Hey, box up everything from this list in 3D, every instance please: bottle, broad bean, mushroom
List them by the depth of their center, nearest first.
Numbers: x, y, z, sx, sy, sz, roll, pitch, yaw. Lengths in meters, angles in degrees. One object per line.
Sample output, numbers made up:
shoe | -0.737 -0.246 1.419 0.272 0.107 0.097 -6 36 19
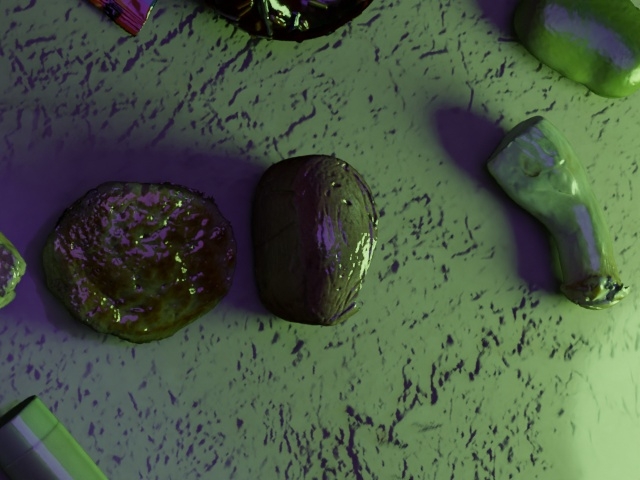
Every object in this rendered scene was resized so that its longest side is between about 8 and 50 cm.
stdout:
bottle | -0.235 0.245 1.812 0.072 0.072 0.201 -43 99 -23
mushroom | 0.266 -0.026 2.066 0.092 0.081 0.223 -35 99 -42
broad bean | 0.303 -0.231 2.110 0.174 0.082 0.124 38 72 -15

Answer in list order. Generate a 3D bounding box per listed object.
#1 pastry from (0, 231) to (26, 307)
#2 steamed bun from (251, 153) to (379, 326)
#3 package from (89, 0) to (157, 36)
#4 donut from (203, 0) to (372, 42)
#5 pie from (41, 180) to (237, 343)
pastry | -0.373 -0.038 1.770 0.258 0.121 0.089 48 62 -9
steamed bun | 0.000 0.000 1.911 0.106 0.145 0.175 2 86 -24
package | -0.169 -0.310 1.951 0.083 0.022 0.200 38 71 -13
donut | -0.019 -0.296 1.915 0.235 0.235 0.089 -10 43 -24
pie | -0.180 0.019 1.869 0.193 0.079 0.163 12 87 -22
